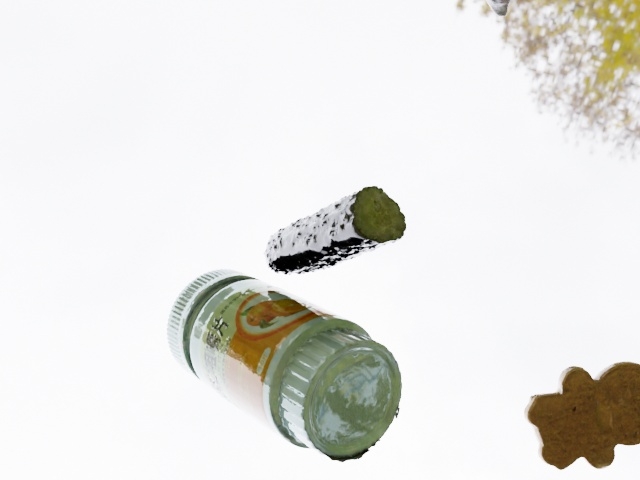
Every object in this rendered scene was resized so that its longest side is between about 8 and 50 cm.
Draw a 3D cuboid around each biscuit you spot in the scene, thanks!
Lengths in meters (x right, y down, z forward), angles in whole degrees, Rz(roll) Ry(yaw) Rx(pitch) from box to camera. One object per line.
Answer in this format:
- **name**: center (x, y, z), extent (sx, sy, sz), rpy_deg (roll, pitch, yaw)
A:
- **biscuit**: center (0.342, 0.210, 1.167), extent (0.184, 0.027, 0.133), rpy_deg (-32, -85, -1)

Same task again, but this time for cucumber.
- **cucumber**: center (-0.001, 0.002, 1.114), extent (0.072, 0.300, 0.072), rpy_deg (6, -104, -25)

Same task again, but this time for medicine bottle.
- **medicine bottle**: center (-0.050, 0.144, 1.159), extent (0.158, 0.158, 0.318), rpy_deg (-38, -149, -23)

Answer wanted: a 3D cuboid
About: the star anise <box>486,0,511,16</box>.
- **star anise**: center (0.193, -0.371, 0.970), extent (0.110, 0.258, 0.198), rpy_deg (-4, -144, -19)
